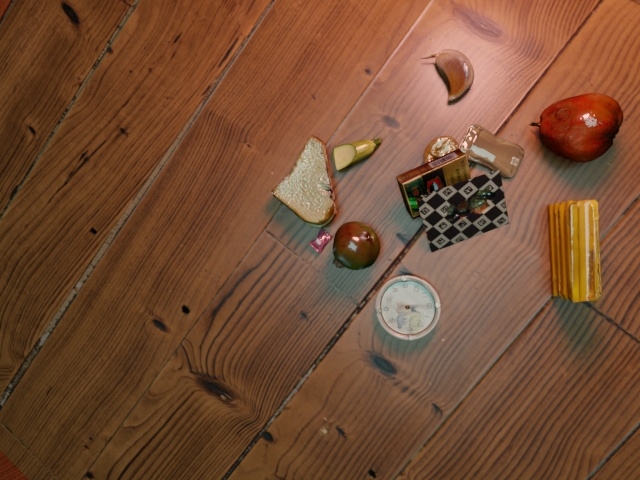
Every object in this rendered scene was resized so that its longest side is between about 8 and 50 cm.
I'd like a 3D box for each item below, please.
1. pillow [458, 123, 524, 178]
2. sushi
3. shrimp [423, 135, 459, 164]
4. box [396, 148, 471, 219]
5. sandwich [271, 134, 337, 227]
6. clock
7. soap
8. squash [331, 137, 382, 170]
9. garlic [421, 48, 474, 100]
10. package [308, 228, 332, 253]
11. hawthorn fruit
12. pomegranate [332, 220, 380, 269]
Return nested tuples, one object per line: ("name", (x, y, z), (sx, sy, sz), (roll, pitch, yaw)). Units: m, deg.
("pillow", (0.600, -0.314, 1.636), (0.217, 0.033, 0.130), (26, 90, 3))
("sushi", (0.487, -0.112, 1.620), (0.289, 0.050, 0.264), (-21, 128, 10))
("shrimp", (0.412, -0.273, 1.673), (0.115, 0.051, 0.217), (28, 102, 9))
("box", (0.397, -0.196, 1.617), (0.239, 0.071, 0.159), (-25, 127, 3))
("sandwich", (-0.014, -0.211, 1.743), (0.254, 0.099, 0.289), (36, 98, 16))
("clock", (0.317, 0.243, 1.705), (0.236, 0.053, 0.237), (0, 89, 12))
("soap", (0.823, 0.034, 1.517), (0.096, 0.204, 0.325), (-3, 91, 9))
("squash", (0.135, -0.332, 1.721), (0.200, 0.075, 0.090), (-23, 60, 10))
("garlic", (0.458, -0.603, 1.644), (0.128, 0.090, 0.198), (-35, 88, 23))
("package", (0.000, 0.000, 1.781), (0.059, 0.029, 0.083), (40, 90, 5))
("hawthorn fruit", (0.817, -0.369, 1.509), (0.260, 0.224, 0.224), (17, 95, 24))
("pomegranate", (0.115, 0.033, 1.700), (0.180, 0.180, 0.209), (52, 136, 7))
